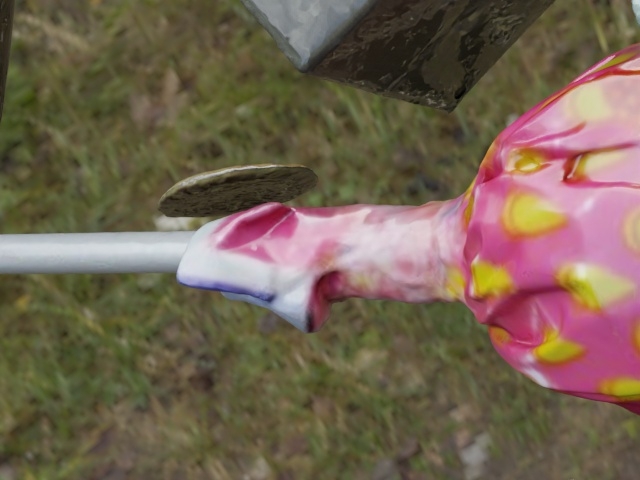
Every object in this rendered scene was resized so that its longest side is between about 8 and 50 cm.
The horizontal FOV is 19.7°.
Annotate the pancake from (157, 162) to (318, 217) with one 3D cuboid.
[{"bbox_3d":[-0.055,-0.032,1.229,0.115,0.115,0.011,-12,78,17],"label":"pancake"}]

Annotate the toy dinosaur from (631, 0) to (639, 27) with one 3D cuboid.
[{"bbox_3d":[0.207,-0.119,1.061,0.044,0.106,0.187,-26,4,17],"label":"toy dinosaur"}]

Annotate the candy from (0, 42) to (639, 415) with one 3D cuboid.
[{"bbox_3d":[0.000,0.000,0.629,0.365,0.124,0.124,0,50,28],"label":"candy"}]

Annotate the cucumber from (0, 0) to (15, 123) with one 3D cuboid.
[{"bbox_3d":[-0.152,-0.096,0.694,0.074,0.241,0.074,6,48,-7],"label":"cucumber"}]

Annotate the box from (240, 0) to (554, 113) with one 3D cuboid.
[{"bbox_3d":[0.001,-0.185,0.688,0.149,0.155,0.231,-46,73,17],"label":"box"}]
